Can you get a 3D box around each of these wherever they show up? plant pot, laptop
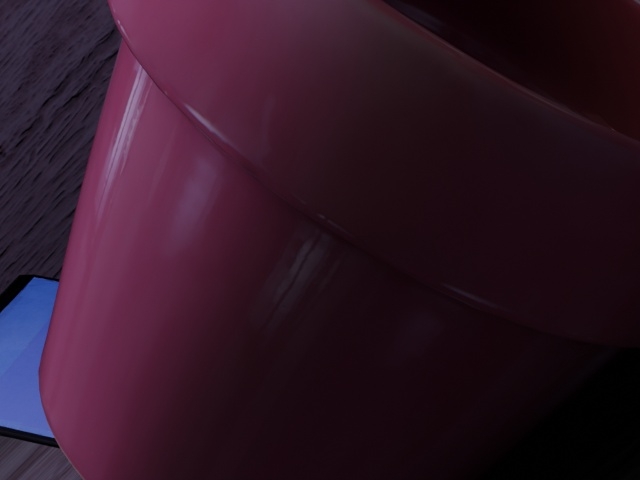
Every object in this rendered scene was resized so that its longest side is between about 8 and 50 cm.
[{"bbox_3d":[0.010,-0.004,0.454,0.180,0.201,0.201,-58,2,25],"label":"plant pot"},{"bbox_3d":[-0.118,0.033,1.048,0.264,0.136,0.234,-42,9,23],"label":"laptop"}]
